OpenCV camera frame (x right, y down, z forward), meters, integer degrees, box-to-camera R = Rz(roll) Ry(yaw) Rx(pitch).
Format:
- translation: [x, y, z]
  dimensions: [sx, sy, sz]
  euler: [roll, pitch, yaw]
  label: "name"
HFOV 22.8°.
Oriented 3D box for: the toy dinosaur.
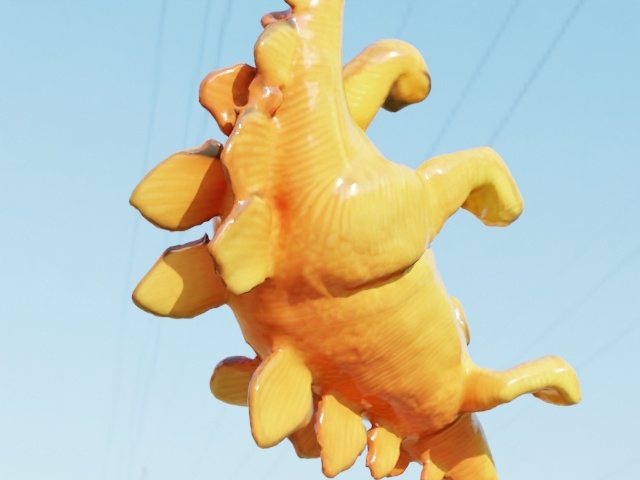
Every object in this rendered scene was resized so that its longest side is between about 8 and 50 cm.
- translation: [0.000, 0.000, 0.481]
  dimensions: [0.070, 0.117, 0.288]
  euler: [18, -45, 53]
  label: "toy dinosaur"
